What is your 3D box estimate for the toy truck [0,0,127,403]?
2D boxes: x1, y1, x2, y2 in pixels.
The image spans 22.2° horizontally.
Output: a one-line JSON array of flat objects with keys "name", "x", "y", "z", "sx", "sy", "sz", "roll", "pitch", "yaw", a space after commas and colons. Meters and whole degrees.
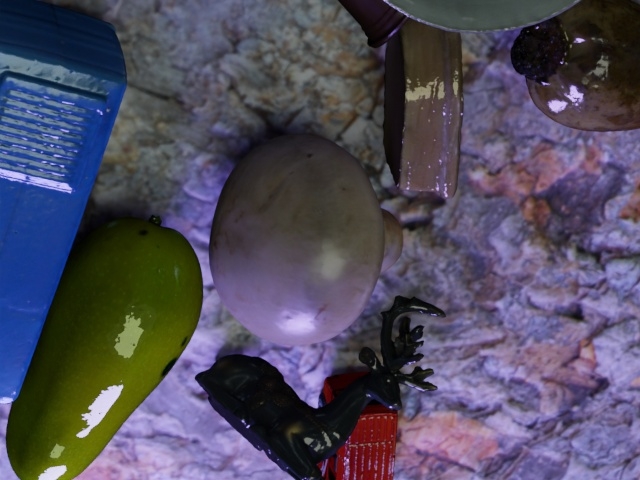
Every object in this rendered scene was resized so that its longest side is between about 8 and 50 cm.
[{"name": "toy truck", "x": -0.304, "y": -0.030, "z": 1.507, "sx": 0.161, "sy": 0.162, "sz": 0.385, "roll": 14, "pitch": 114, "yaw": -23}]

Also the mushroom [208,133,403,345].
[{"name": "mushroom", "x": -0.008, "y": 0.011, "z": 1.589, "sx": 0.209, "sy": 0.206, "sz": 0.206, "roll": 36, "pitch": 104, "yaw": -33}]

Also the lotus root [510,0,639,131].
[{"name": "lotus root", "x": 0.289, "y": -0.170, "z": 1.607, "sx": 0.214, "sy": 0.138, "sz": 0.138, "roll": 17, "pitch": 112, "yaw": -22}]

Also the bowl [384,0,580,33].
[{"name": "bowl", "x": 0.134, "y": -0.352, "z": 1.447, "sx": 0.313, "sy": 0.146, "sz": 0.313, "roll": -5, "pitch": 112, "yaw": -13}]

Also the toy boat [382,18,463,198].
[{"name": "toy boat", "x": 0.099, "y": -0.141, "z": 1.579, "sx": 0.061, "sy": 0.116, "sz": 0.188, "roll": -2, "pitch": 120, "yaw": -6}]

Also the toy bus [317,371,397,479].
[{"name": "toy bus", "x": 0.042, "y": 0.242, "z": 1.786, "sx": 0.081, "sy": 0.089, "sz": 0.195, "roll": -3, "pitch": 119, "yaw": -13}]

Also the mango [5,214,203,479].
[{"name": "mango", "x": -0.217, "y": 0.109, "z": 1.596, "sx": 0.143, "sy": 0.175, "sz": 0.293, "roll": 26, "pitch": 103, "yaw": -17}]

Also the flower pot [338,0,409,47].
[{"name": "flower pot", "x": 0.047, "y": -0.248, "z": 1.521, "sx": 0.089, "sy": 0.111, "sz": 0.111, "roll": 36, "pitch": 105, "yaw": -14}]

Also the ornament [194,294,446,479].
[{"name": "ornament", "x": 0.014, "y": 0.131, "z": 1.703, "sx": 0.236, "sy": 0.202, "sz": 0.080, "roll": -40, "pitch": 142, "yaw": -16}]
